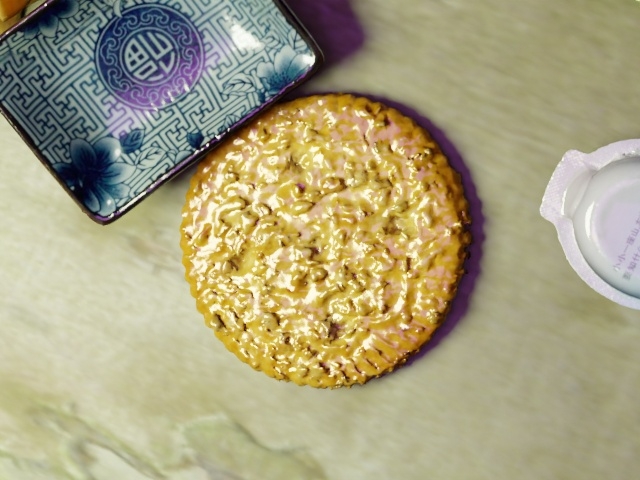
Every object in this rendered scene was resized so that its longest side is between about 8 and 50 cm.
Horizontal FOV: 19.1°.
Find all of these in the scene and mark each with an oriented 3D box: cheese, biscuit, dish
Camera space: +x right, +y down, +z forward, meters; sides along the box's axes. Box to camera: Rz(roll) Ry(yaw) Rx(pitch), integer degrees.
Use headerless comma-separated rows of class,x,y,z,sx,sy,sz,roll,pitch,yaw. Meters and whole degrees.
cheese,0.292,0.003,1.498,0.244,0.052,0.135,25,103,9
biscuit,0.000,0.000,1.582,0.254,0.035,0.254,1,95,15
dish,-0.142,-0.154,1.571,0.243,0.080,0.182,-36,104,10

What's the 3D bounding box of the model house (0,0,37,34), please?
model house,-0.290,-0.277,1.542,0.199,0.229,0.219,-22,87,9
